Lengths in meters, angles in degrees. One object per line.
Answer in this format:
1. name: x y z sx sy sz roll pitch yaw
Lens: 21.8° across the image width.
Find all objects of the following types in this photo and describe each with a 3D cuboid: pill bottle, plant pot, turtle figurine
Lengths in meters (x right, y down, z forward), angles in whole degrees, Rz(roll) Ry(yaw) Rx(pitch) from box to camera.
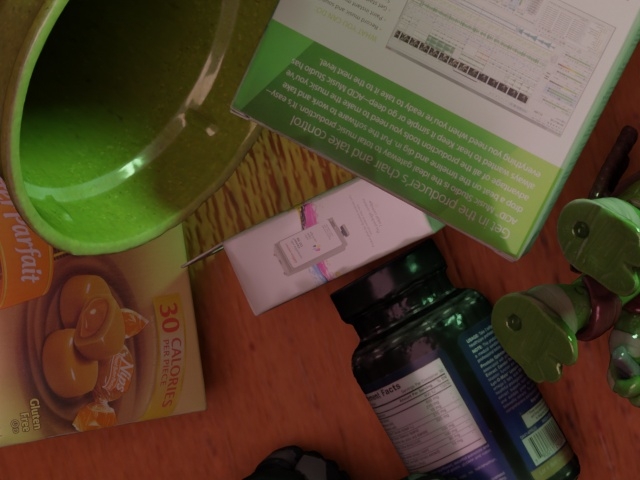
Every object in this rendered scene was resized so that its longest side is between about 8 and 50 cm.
1. pill bottle: 0.101 0.115 1.300 0.123 0.123 0.219 -30 88 15
2. plant pot: -0.194 -0.169 1.169 0.254 0.276 0.276 33 103 29
3. turtle figurine: 0.268 0.042 1.168 0.198 0.266 0.274 -18 87 44

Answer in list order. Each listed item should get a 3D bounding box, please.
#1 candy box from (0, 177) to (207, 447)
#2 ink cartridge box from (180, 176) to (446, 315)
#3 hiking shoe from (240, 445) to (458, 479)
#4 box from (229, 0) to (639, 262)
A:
1. candy box: -0.207 -0.005 1.345 0.183 0.087 0.316 -9 94 -14
2. ink cartridge box: 0.000 0.000 1.316 0.198 0.115 0.067 -25 90 16
3. hiking shoe: 0.022 0.244 1.262 0.304 0.132 0.113 1 114 51
4. box: 0.106 -0.179 1.113 0.232 0.058 0.322 29 103 13
